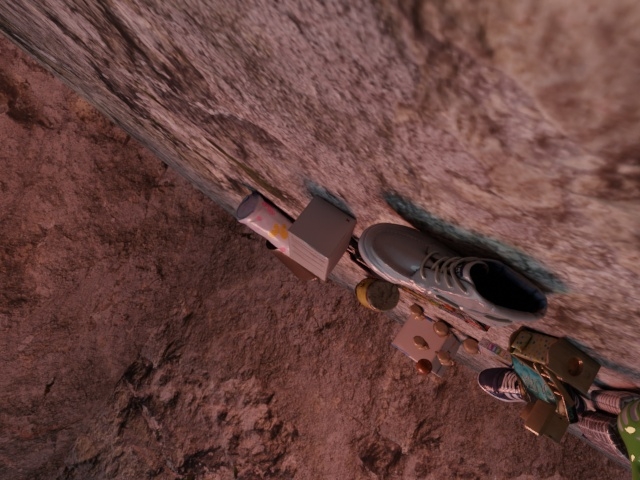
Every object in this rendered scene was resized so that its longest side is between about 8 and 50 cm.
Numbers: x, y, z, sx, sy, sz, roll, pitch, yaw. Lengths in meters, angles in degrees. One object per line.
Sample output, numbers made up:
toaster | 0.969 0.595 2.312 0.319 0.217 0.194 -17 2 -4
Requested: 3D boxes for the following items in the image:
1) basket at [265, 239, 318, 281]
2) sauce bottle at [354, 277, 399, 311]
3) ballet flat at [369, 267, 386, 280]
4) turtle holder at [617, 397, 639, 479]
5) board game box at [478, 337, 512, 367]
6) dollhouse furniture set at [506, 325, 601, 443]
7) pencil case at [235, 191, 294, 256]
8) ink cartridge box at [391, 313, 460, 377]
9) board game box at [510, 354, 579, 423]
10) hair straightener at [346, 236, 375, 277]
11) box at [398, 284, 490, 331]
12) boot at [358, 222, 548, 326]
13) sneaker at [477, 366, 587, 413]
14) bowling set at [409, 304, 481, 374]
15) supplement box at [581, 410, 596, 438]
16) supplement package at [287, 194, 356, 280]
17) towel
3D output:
basket | -0.108 0.047 1.703 0.204 0.154 0.227 25 165 49
sauce bottle | 0.181 0.185 1.431 0.111 0.111 0.344 34 172 -3
ballet flat | 0.153 0.046 0.777 0.074 0.074 0.203 38 166 -32
turtle holder | 0.444 0.256 0.384 0.227 0.243 0.320 -26 80 65
board game box | 0.539 0.347 1.240 0.103 0.026 0.154 30 172 31
dollhouse furniture set | 0.380 0.254 0.766 0.101 0.161 0.182 35 172 -8
pencil case | -0.163 -0.051 1.407 0.273 0.113 0.124 39 -179 -34
ink cartridge box | 0.432 0.418 1.637 0.171 0.168 0.232 30 172 37
board game box | 0.497 0.319 0.915 0.186 0.026 0.126 102 157 -82
hair straightener | 0.090 0.013 1.016 0.230 0.047 0.089 42 154 -17
box | 0.234 0.099 0.863 0.159 0.044 0.233 39 171 -37
boot | 0.180 0.037 0.569 0.258 0.095 0.123 25 167 3
sneaker | 0.558 0.401 1.115 0.282 0.099 0.153 6 158 43
bowling set | 0.396 0.374 1.435 0.287 0.200 0.154 35 176 29
supplement box | 0.769 0.517 1.098 0.056 0.083 0.083 32 173 20
supplement package | 0.000 0.000 0.898 0.105 0.105 0.179 34 161 9
towel | 0.626 0.386 0.708 0.283 0.121 0.235 30 173 28
